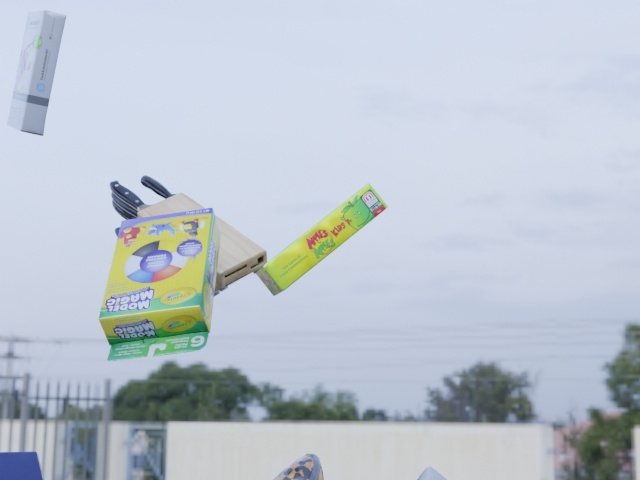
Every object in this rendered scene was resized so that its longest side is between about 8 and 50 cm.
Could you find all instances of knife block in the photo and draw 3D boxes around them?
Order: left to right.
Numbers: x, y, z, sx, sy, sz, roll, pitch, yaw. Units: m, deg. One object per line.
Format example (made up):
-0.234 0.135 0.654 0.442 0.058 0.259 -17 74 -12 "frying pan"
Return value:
-0.222 -0.019 1.592 0.088 0.242 0.276 -29 0 -33 "knife block"

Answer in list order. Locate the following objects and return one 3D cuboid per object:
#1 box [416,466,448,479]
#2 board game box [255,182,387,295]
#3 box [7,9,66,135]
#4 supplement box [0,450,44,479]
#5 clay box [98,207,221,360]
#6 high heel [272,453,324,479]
0.210 0.467 1.250 0.343 0.179 0.312 38 1 8 "box"
0.000 0.000 1.389 0.181 0.043 0.092 -39 0 -12 "board game box"
-0.443 -0.262 1.605 0.038 0.186 0.145 11 6 -27 "box"
-0.575 0.545 1.694 0.194 0.356 0.195 4 28 -27 "supplement box"
-0.198 0.052 1.288 0.127 0.222 0.053 -8 -52 6 "clay box"
-0.091 0.399 1.434 0.093 0.186 0.261 41 -42 -11 "high heel"
